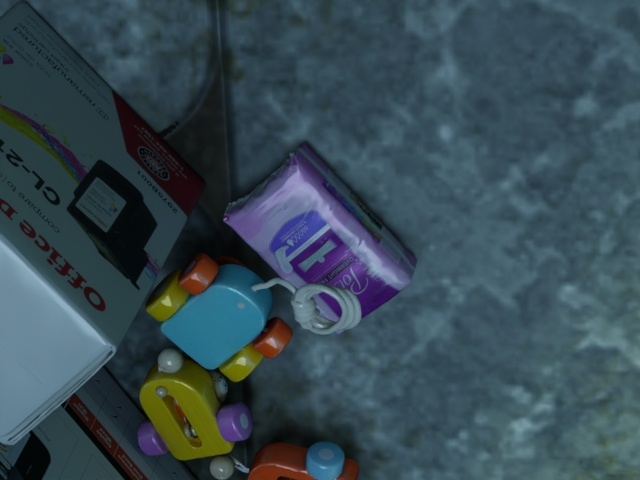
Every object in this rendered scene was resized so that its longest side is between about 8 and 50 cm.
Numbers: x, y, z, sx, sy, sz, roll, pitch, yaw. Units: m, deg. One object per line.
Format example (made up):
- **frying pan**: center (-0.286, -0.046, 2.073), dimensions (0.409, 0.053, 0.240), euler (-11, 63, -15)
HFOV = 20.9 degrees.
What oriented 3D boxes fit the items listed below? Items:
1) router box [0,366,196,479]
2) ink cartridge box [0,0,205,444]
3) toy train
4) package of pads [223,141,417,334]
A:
- **router box**: center (-0.130, 0.179, 0.765), dimensions (0.082, 0.301, 0.335), euler (-32, 105, 19)
- **ink cartridge box**: center (-0.132, -0.013, 0.748), dimensions (0.072, 0.175, 0.127), euler (-39, 103, 22)
- **toy train**: center (-0.025, 0.069, 0.835), dimensions (0.125, 0.046, 0.166), euler (10, 128, 10)
- **package of pads**: center (0.000, 0.000, 0.814), dimensions (0.050, 0.032, 0.083), euler (-38, 104, 24)
